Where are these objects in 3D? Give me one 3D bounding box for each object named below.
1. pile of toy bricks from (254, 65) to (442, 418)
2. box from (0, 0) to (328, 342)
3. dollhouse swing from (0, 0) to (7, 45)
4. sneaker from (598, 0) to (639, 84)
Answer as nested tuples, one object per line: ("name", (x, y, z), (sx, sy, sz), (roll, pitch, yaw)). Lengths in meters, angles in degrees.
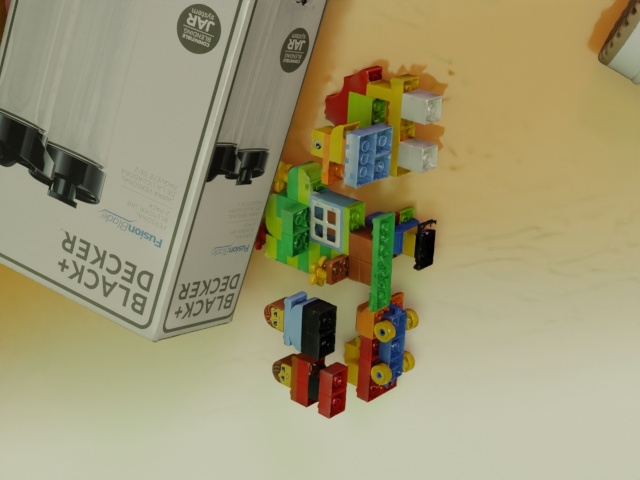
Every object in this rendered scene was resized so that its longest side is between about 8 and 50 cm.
("pile of toy bricks", (0.000, 0.000, 0.792), (0.105, 0.118, 0.212), (21, 118, 37))
("box", (-0.101, -0.104, 0.756), (0.169, 0.087, 0.290), (25, 107, 23))
("dollhouse swing", (-0.354, -0.250, 0.802), (0.346, 0.305, 0.315), (14, 146, 5))
("sneaker", (0.297, -0.178, 0.697), (0.153, 0.099, 0.282), (35, 111, 3))
